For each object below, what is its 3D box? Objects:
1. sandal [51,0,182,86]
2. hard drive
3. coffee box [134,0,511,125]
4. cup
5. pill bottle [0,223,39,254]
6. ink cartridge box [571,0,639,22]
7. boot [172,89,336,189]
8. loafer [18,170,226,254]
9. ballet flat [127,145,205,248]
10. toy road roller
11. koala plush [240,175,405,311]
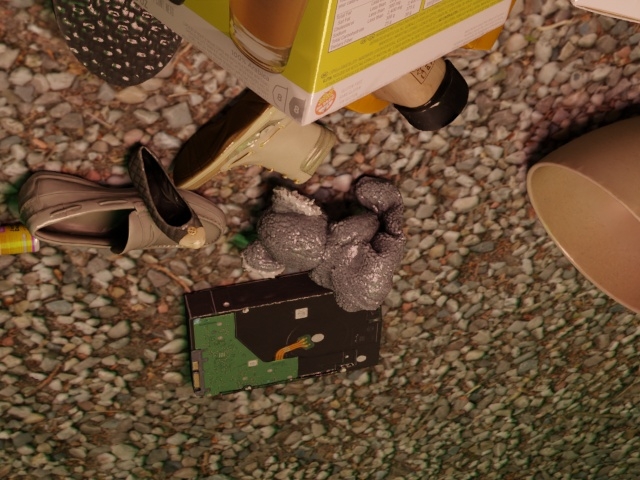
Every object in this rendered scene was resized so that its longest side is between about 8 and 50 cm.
[{"bbox_3d":[-0.272,-0.392,1.518,0.168,0.107,0.445,-17,127,-1],"label":"sandal"},{"bbox_3d":[-0.062,0.156,2.213,0.339,0.064,0.237,-11,139,-10],"label":"hard drive"},{"bbox_3d":[0.008,-0.388,1.332,0.338,0.338,0.334,-30,147,-36],"label":"coffee box"},{"bbox_3d":[0.528,-0.070,2.037,0.237,0.331,0.331,-42,141,-13],"label":"cup"},{"bbox_3d":[-0.462,-0.001,1.902,0.083,0.043,0.043,-6,138,-15],"label":"pill bottle"},{"bbox_3d":[0.339,-0.467,1.432,0.160,0.384,0.279,5,133,-26],"label":"ink cartridge box"},{"bbox_3d":[-0.097,-0.123,1.886,0.213,0.077,0.165,-38,138,21],"label":"boot"},{"bbox_3d":[-0.287,-0.023,1.892,0.320,0.111,0.112,5,134,-26],"label":"loafer"},{"bbox_3d":[-0.224,-0.059,1.844,0.057,0.173,0.049,-33,171,-26],"label":"ballet flat"},{"bbox_3d":[0.096,-0.323,1.682,0.202,0.241,0.329,40,76,-45],"label":"toy road roller"},{"bbox_3d":[0.000,0.000,1.987,0.221,0.203,0.196,19,127,-21],"label":"koala plush"}]
